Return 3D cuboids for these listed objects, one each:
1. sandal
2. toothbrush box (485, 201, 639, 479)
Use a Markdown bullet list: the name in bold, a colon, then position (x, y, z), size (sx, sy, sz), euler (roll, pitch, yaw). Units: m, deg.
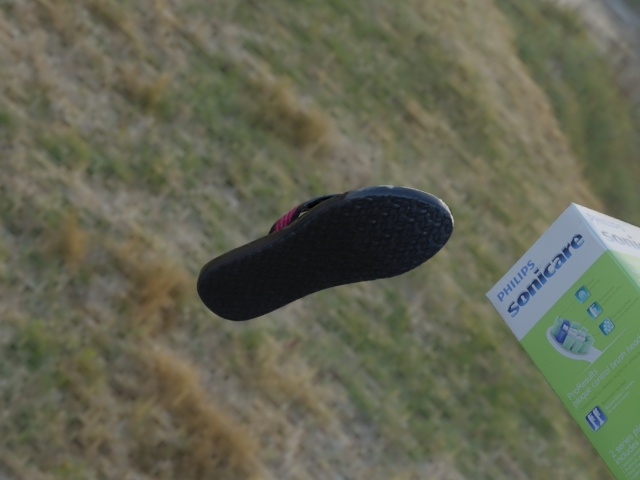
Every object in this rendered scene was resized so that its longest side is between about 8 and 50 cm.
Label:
- **sandal**: position (0.000, 0.000, 1.065), size (0.067, 0.179, 0.040), euler (52, 34, -29)
- **toothbrush box**: position (0.303, 0.121, 1.442), size (0.206, 0.122, 0.283), euler (15, 34, -48)
